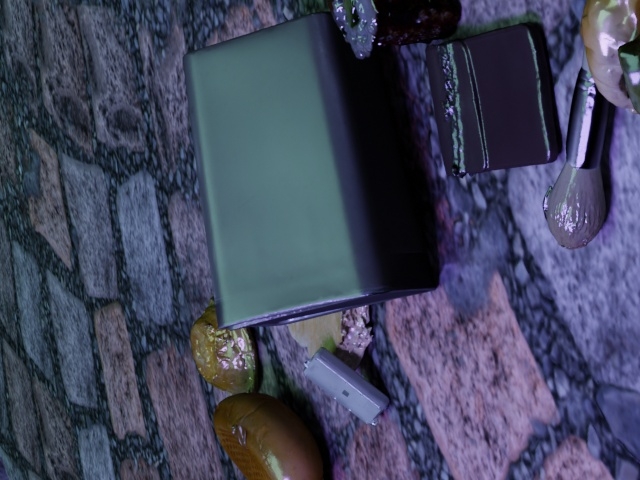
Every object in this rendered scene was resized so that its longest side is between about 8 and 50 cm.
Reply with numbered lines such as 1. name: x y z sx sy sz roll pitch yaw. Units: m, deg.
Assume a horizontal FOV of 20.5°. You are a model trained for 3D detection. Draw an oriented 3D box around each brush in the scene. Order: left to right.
1. brush: 0.183 -0.127 1.176 0.042 0.039 0.299 -132 38 -53

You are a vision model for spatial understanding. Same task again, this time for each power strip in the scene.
1. power strip: 0.024 0.136 1.648 0.090 0.016 0.040 38 144 3

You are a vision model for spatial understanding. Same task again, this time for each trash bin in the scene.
1. trash bin: -0.017 -0.055 1.504 0.164 0.122 0.240 -15 82 26

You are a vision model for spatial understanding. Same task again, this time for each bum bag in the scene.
1. bum bag: 0.126 -0.104 1.335 0.159 0.026 0.109 176 84 -67

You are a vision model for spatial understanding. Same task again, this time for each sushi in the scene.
1. sushi: 0.056 -0.197 1.386 0.098 0.084 0.094 129 124 -66

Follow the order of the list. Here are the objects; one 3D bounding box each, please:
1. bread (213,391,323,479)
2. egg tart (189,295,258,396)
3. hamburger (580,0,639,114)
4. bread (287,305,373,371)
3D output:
1. bread: -0.047 0.218 1.840 0.189 0.077 0.114 41 157 54
2. egg tart: -0.110 0.121 1.977 0.129 0.049 0.128 41 138 53
3. hamburger: 0.238 -0.110 0.835 0.330 0.209 0.162 103 148 -48
4. bread: 0.000 0.000 1.669 0.182 0.039 0.250 -128 34 -48
